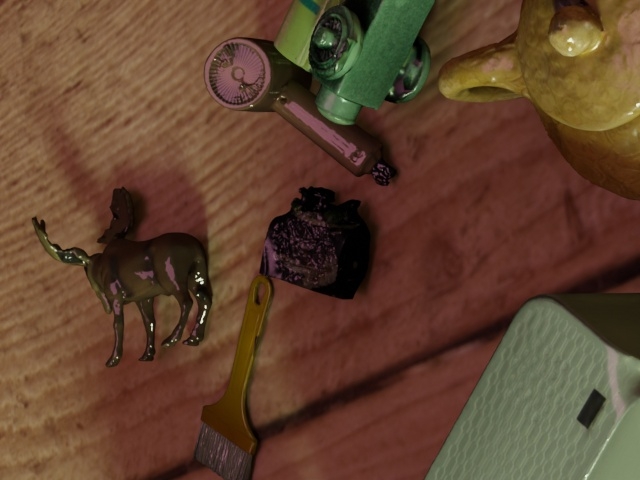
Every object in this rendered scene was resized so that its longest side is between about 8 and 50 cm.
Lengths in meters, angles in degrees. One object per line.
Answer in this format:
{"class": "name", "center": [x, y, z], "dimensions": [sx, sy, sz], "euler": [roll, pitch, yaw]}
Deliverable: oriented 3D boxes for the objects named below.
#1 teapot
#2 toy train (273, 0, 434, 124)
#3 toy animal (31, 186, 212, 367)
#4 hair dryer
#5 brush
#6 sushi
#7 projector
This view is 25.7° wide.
{"class": "teapot", "center": [0.192, -0.126, 0.895], "dimensions": [0.311, 0.167, 0.203], "euler": [-5, 87, 48]}
{"class": "toy train", "center": [0.047, -0.223, 1.123], "dimensions": [0.157, 0.105, 0.253], "euler": [46, 115, 50]}
{"class": "toy animal", "center": [-0.192, 0.029, 1.405], "dimensions": [0.214, 0.094, 0.186], "euler": [-18, 81, 39]}
{"class": "hair dryer", "center": [-0.007, -0.106, 1.202], "dimensions": [0.182, 0.117, 0.064], "euler": [40, 105, 13]}
{"class": "brush", "center": [-0.075, 0.129, 1.324], "dimensions": [0.083, 0.011, 0.205], "euler": [27, 109, 45]}
{"class": "sushi", "center": [0.000, 0.000, 1.208], "dimensions": [0.083, 0.056, 0.084], "euler": [24, 109, 45]}
{"class": "projector", "center": [0.173, 0.151, 0.916], "dimensions": [0.108, 0.198, 0.250], "euler": [43, 119, 38]}
